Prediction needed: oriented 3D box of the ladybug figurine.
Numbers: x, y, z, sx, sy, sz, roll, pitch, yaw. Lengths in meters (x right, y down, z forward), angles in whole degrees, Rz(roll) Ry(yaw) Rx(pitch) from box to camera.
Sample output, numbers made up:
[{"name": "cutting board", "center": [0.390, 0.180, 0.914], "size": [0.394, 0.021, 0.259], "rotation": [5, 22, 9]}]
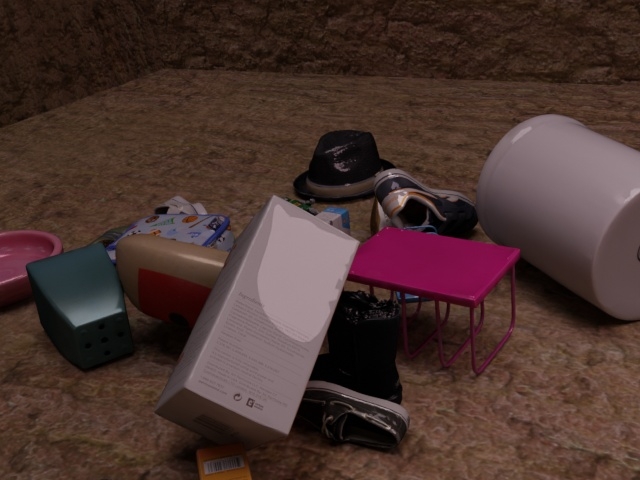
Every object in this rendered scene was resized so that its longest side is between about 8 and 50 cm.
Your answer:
[{"name": "ladybug figurine", "center": [-0.203, 0.100, 1.541], "size": [0.449, 0.161, 0.305], "rotation": [12, -3, 14]}]

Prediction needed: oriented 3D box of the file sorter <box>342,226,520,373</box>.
[{"name": "file sorter", "center": [0.206, 0.114, 1.476], "size": [0.291, 0.182, 0.202], "rotation": [11, 31, 34]}]

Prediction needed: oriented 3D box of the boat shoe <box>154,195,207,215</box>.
[{"name": "boat shoe", "center": [-0.376, -0.060, 2.085], "size": [0.088, 0.096, 0.267], "rotation": [-23, 29, -25]}]

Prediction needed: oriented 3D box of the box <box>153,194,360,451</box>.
[{"name": "box", "center": [-0.101, 0.138, 1.240], "size": [0.168, 0.215, 0.345], "rotation": [28, 60, -11]}]

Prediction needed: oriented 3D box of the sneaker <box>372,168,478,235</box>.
[{"name": "sneaker", "center": [0.263, -0.057, 1.841], "size": [0.321, 0.126, 0.127], "rotation": [17, 41, -32]}]

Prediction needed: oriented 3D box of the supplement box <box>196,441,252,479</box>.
[{"name": "supplement box", "center": [-0.125, 0.388, 1.084], "size": [0.080, 0.078, 0.233], "rotation": [-7, 25, -10]}]

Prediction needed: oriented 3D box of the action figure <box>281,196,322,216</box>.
[{"name": "action figure", "center": [-0.048, -0.077, 2.092], "size": [0.137, 0.063, 0.232], "rotation": [-20, 26, -26]}]

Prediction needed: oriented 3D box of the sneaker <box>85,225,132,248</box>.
[{"name": "sneaker", "center": [-0.550, 0.010, 2.014], "size": [0.086, 0.064, 0.192], "rotation": [8, 27, 44]}]

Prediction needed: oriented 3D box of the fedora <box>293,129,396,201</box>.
[{"name": "fedora", "center": [0.069, -0.241, 2.305], "size": [0.334, 0.152, 0.334], "rotation": [-5, 24, 2]}]

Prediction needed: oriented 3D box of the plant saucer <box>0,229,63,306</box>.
[{"name": "plant saucer", "center": [-0.795, 0.077, 1.890], "size": [0.332, 0.084, 0.332], "rotation": [-5, 24, 3]}]

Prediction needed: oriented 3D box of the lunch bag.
[{"name": "lunch bag", "center": [-0.358, 0.029, 1.837], "size": [0.303, 0.115, 0.243], "rotation": [-1, 28, 26]}]

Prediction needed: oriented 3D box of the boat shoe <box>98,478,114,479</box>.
[{"name": "boat shoe", "center": [-0.288, 0.395, 1.148], "size": [0.133, 0.042, 0.049], "rotation": [12, 28, 31]}]

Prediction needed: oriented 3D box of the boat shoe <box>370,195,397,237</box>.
[{"name": "boat shoe", "center": [0.179, -0.040, 1.923], "size": [0.096, 0.098, 0.277], "rotation": [5, 39, -4]}]

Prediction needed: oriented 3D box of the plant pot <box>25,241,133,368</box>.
[{"name": "plant pot", "center": [-0.481, 0.144, 1.592], "size": [0.166, 0.165, 0.234], "rotation": [-19, 34, -26]}]

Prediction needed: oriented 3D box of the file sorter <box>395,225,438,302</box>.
[{"name": "file sorter", "center": [0.218, 0.048, 1.708], "size": [0.118, 0.104, 0.170], "rotation": [-5, 24, 0]}]

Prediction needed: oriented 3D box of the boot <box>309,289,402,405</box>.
[{"name": "boot", "center": [0.026, 0.181, 1.342], "size": [0.247, 0.207, 0.094], "rotation": [5, 27, 23]}]

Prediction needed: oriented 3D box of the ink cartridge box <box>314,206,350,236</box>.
[{"name": "ink cartridge box", "center": [0.000, 0.000, 1.857], "size": [0.060, 0.104, 0.180], "rotation": [12, 30, 33]}]

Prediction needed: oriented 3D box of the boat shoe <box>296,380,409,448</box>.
[{"name": "boat shoe", "center": [0.033, 0.287, 1.264], "size": [0.219, 0.077, 0.070], "rotation": [7, 26, 21]}]

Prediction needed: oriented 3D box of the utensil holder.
[{"name": "utensil holder", "center": [0.561, -0.056, 1.604], "size": [0.328, 0.327, 0.385], "rotation": [-13, 28, -16]}]
